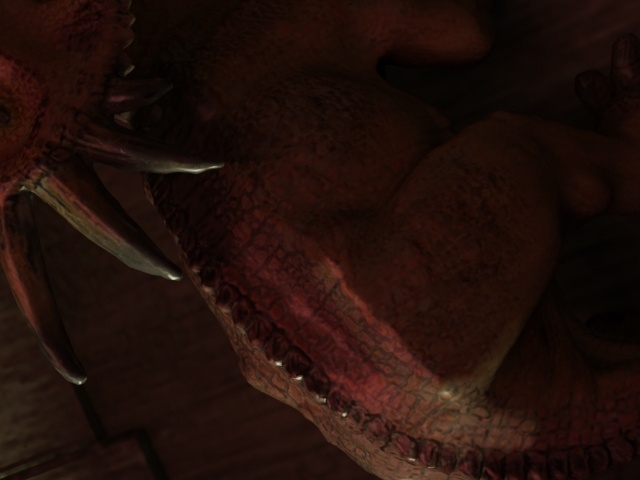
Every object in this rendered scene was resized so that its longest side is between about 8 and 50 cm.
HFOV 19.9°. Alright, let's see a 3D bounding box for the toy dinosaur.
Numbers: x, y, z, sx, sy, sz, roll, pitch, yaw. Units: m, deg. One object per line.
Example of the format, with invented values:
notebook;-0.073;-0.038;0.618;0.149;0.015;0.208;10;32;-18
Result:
toy dinosaur;0.000;0.000;0.492;0.295;0.200;0.127;33;121;19
